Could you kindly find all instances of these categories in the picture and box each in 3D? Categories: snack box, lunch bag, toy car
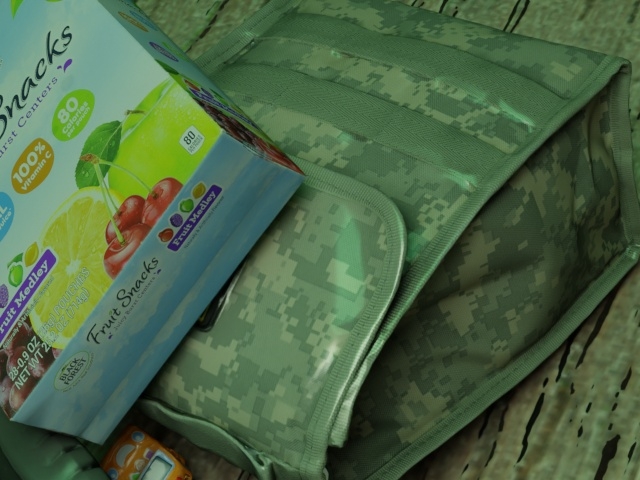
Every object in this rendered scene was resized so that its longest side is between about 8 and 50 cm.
[{"bbox_3d":[-0.129,-0.029,0.774,0.174,0.070,0.207,-53,48,9],"label":"snack box"},{"bbox_3d":[0.000,0.000,0.829,0.235,0.169,0.287,22,52,37],"label":"lunch bag"},{"bbox_3d":[-0.066,0.104,0.841,0.040,0.060,0.122,27,60,34],"label":"toy car"}]

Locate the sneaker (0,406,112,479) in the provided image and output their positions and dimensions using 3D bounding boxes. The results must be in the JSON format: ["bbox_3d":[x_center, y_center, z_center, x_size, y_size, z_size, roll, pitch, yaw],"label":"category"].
[{"bbox_3d":[-0.131,0.187,0.737,0.139,0.125,0.341,-42,46,-15],"label":"sneaker"}]
